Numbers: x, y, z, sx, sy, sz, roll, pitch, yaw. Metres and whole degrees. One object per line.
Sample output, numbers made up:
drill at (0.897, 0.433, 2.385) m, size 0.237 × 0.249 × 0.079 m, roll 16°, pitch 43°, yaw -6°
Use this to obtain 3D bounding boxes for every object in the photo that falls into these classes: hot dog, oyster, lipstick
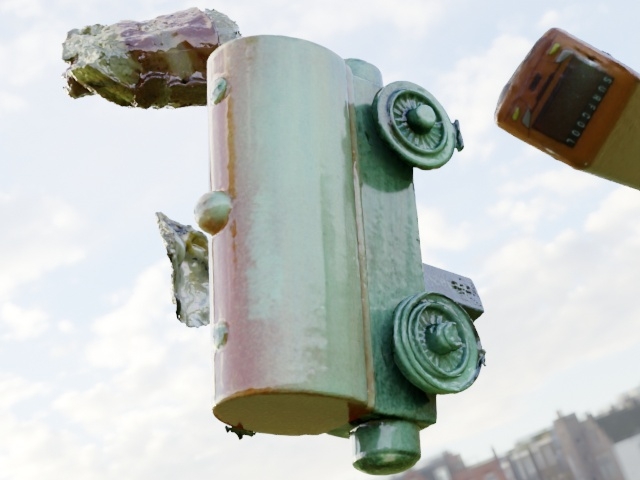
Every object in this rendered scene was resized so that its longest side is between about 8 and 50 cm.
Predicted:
hot dog at (-0.173, -0.187, 1.267) m, size 0.213 × 0.146 × 0.103 m, roll -9°, pitch -57°, yaw -8°
oyster at (-0.163, 0.043, 1.464) m, size 0.045 × 0.122 × 0.146 m, roll -24°, pitch -57°, yaw 30°
lipstick at (0.041, 0.034, 1.193) m, size 0.312 × 0.051 × 0.051 m, roll 19°, pitch -47°, yaw -37°

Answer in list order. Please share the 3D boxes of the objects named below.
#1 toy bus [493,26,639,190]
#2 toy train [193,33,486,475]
toy bus at (0.262, -0.094, 0.996) m, size 0.409 × 0.092 × 0.093 m, roll 5°, pitch -64°, yaw -60°
toy train at (0.000, 0.000, 0.732) m, size 0.177 × 0.285 × 0.116 m, roll 15°, pitch -30°, yaw -32°
